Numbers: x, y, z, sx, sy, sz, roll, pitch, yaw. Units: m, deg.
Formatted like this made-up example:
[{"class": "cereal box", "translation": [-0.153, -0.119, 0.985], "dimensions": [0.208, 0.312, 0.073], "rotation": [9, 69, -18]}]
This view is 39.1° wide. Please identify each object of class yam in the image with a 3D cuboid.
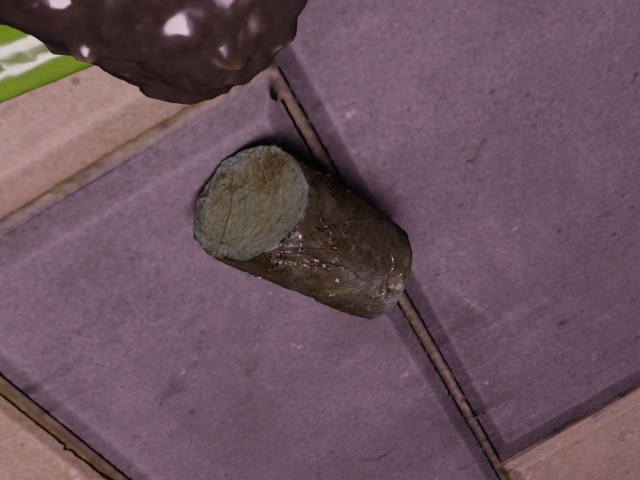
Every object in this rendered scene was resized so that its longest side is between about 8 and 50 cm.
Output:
[{"class": "yam", "translation": [0.000, 0.000, 0.726], "dimensions": [0.183, 0.107, 0.107], "rotation": [28, 113, -40]}]

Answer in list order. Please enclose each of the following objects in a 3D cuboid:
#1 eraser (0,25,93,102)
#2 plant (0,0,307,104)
[{"class": "eraser", "translation": [-0.202, -0.176, 0.494], "dimensions": [0.274, 0.092, 0.210], "rotation": [-25, 133, -5]}, {"class": "plant", "translation": [-0.100, -0.169, 0.363], "dimensions": [0.234, 0.204, 0.178], "rotation": [24, 103, -48]}]
